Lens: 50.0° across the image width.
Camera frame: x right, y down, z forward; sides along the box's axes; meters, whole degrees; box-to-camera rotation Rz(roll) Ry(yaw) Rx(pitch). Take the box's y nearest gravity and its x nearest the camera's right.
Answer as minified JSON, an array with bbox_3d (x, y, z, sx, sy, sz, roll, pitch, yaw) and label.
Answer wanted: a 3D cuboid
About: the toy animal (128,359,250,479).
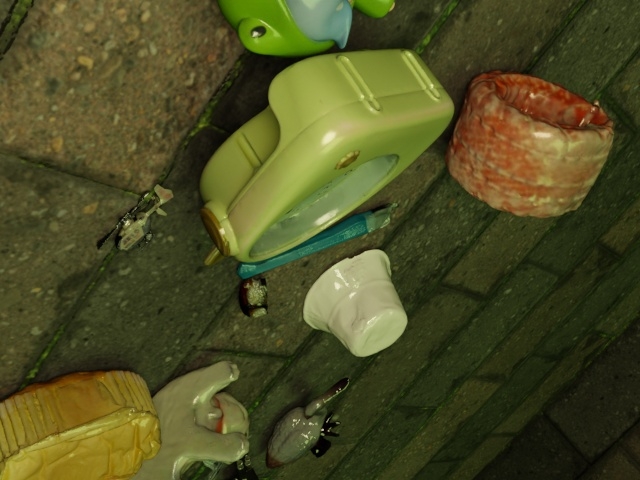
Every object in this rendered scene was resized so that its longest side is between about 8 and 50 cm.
[{"bbox_3d":[-0.228,0.397,1.171,0.266,0.308,0.188,-15,159,-4],"label":"toy animal"}]

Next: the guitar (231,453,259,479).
[{"bbox_3d":[-0.164,0.497,1.451,0.083,0.038,0.271,-29,155,-23],"label":"guitar"}]

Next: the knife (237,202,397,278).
[{"bbox_3d":[-0.001,-0.001,1.123,0.296,0.026,0.044,-20,137,-20],"label":"knife"}]

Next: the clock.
[{"bbox_3d":[-0.021,-0.087,0.858,0.348,0.117,0.286,-40,169,39],"label":"clock"}]

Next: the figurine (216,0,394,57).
[{"bbox_3d":[-0.002,-0.283,0.725,0.263,0.143,0.162,-33,108,-38],"label":"figurine"}]

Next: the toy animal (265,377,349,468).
[{"bbox_3d":[-0.036,0.397,1.458,0.195,0.090,0.324,-32,153,-21],"label":"toy animal"}]

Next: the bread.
[{"bbox_3d":[-0.364,0.285,1.015,0.250,0.133,0.179,-14,136,-32],"label":"bread"}]

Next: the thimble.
[{"bbox_3d":[0.318,-0.152,1.058,0.239,0.239,0.162,-11,131,-33],"label":"thimble"}]

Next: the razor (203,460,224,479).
[{"bbox_3d":[-0.287,0.398,1.282,0.277,0.056,0.111,16,116,-41],"label":"razor"}]

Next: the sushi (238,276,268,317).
[{"bbox_3d":[-0.111,0.090,1.121,0.045,0.044,0.083,-6,134,-7],"label":"sushi"}]

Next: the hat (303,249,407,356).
[{"bbox_3d":[0.078,0.130,1.246,0.203,0.126,0.203,-24,145,-18],"label":"hat"}]

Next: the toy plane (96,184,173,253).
[{"bbox_3d":[-0.235,-0.023,0.891,0.120,0.031,0.049,-42,135,8],"label":"toy plane"}]
